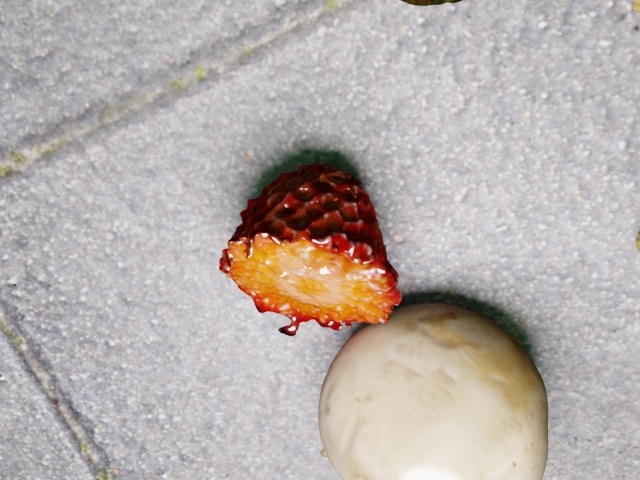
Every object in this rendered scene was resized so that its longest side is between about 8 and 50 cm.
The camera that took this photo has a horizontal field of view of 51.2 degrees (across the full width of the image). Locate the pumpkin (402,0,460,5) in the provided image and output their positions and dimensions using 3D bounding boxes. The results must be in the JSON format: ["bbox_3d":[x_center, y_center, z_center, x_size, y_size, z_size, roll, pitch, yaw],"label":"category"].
[{"bbox_3d":[0.114,-0.362,0.674,0.237,0.159,0.238,4,115,8],"label":"pumpkin"}]

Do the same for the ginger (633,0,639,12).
[{"bbox_3d":[0.528,-0.228,0.690,0.347,0.122,0.363,-3,140,35],"label":"ginger"}]

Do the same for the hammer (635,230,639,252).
[{"bbox_3d":[0.502,0.100,0.837,0.201,0.113,0.306,-35,94,14],"label":"hammer"}]

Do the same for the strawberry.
[{"bbox_3d":[0.000,0.000,0.823,0.233,0.178,0.234,11,150,6],"label":"strawberry"}]

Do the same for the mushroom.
[{"bbox_3d":[0.149,0.241,0.873,0.292,0.293,0.290,-2,146,8],"label":"mushroom"}]
